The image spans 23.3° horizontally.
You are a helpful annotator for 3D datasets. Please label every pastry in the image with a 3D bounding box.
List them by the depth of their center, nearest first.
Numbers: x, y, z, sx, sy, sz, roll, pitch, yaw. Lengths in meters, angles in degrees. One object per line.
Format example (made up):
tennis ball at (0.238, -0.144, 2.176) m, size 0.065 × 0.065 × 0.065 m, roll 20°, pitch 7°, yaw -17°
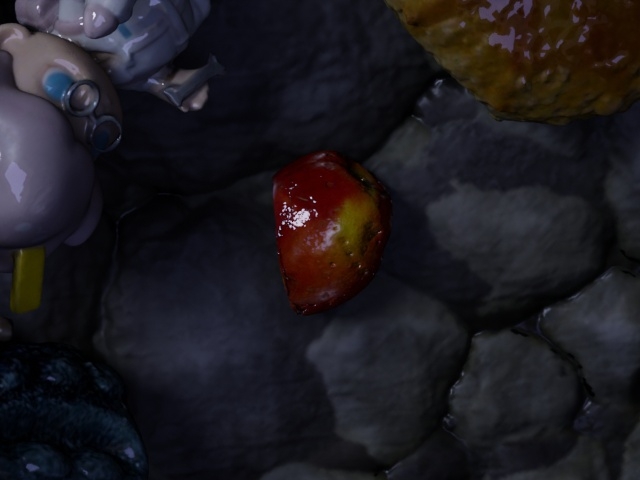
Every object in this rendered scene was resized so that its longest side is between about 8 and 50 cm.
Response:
pastry at (0.118, -0.154, 0.758) m, size 0.192 × 0.093 × 0.182 m, roll 42°, pitch 98°, yaw -19°

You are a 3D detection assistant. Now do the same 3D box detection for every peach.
peach at (0.000, 0.000, 0.825) m, size 0.077 × 0.050 × 0.083 m, roll 32°, pitch 107°, yaw -16°

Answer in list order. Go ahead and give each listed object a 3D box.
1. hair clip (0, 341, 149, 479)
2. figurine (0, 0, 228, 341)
hair clip at (-0.223, 0.099, 0.725) m, size 0.206 × 0.310 × 0.194 m, roll 39°, pitch 102°, yaw 12°
figurine at (-0.134, -0.065, 0.732) m, size 0.229 × 0.112 × 0.137 m, roll -51°, pitch 143°, yaw -17°
